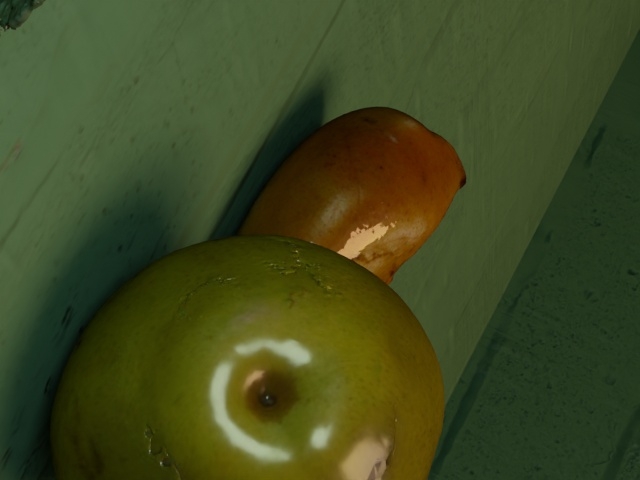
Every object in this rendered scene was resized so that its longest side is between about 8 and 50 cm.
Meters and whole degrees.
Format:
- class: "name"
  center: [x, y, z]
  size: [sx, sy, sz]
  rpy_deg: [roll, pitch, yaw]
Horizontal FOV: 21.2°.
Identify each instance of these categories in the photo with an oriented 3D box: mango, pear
- class: "mango"
  center: [0.000, 0.000, 1.462]
  size: [0.257, 0.138, 0.187]
  rpy_deg: [-46, 175, -43]
- class: "pear"
  center: [-0.046, 0.139, 1.236]
  size: [0.285, 0.285, 0.336]
  rpy_deg: [-64, 163, -5]

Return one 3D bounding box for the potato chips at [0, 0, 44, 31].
- class: "potato chips"
  center: [-0.109, -0.202, 0.884]
  size: [0.228, 0.059, 0.167]
  rpy_deg: [-59, 172, -42]
